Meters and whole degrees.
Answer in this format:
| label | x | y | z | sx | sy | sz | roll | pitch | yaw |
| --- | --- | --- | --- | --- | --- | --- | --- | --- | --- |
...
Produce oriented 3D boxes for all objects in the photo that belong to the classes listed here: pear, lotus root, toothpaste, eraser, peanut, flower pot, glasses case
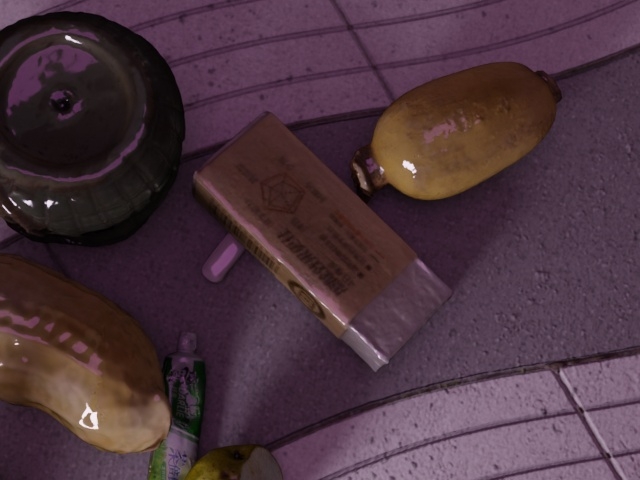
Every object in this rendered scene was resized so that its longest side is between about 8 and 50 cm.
| label | x | y | z | sx | sy | sz | roll | pitch | yaw |
| --- | --- | --- | --- | --- | --- | --- | --- | --- | --- |
| pear | -0.114 | 0.316 | 1.393 | 0.104 | 0.141 | 0.141 | -4 | 78 | 24 |
| lotus root | 0.179 | -0.141 | 1.481 | 0.303 | 0.131 | 0.146 | -24 | 79 | -6 |
| toothpaste | -0.180 | 0.240 | 1.442 | 0.078 | 0.047 | 0.248 | 6 | 81 | 1 |
| eraser | 0.000 | 0.000 | 1.468 | 0.343 | 0.078 | 0.144 | 45 | 70 | 6 |
| peanut | -0.326 | 0.132 | 1.396 | 0.339 | 0.158 | 0.174 | 23 | 75 | 9 |
| flower pot | -0.321 | -0.135 | 1.426 | 0.301 | 0.213 | 0.302 | 0 | 78 | -2 |
| glasses case | -0.123 | 0.018 | 1.498 | 0.032 | 0.021 | 0.083 | 35 | 79 | 7 |
